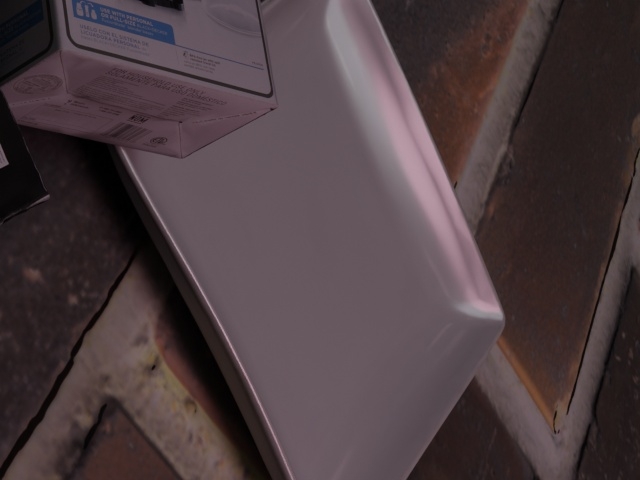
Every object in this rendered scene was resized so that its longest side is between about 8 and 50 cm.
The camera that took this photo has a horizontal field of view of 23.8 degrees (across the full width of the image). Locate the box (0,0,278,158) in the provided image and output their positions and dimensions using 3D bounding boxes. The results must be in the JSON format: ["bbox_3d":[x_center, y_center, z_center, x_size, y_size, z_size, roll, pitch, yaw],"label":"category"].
[{"bbox_3d":[-0.132,-0.207,0.889,0.169,0.087,0.290,11,62,-46],"label":"box"}]

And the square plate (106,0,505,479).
[{"bbox_3d":[0.000,0.000,1.088,0.344,0.049,0.347,-47,118,-52],"label":"square plate"}]

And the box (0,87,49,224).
[{"bbox_3d":[-0.286,-0.109,0.685,0.257,0.079,0.322,-43,114,-55],"label":"box"}]
